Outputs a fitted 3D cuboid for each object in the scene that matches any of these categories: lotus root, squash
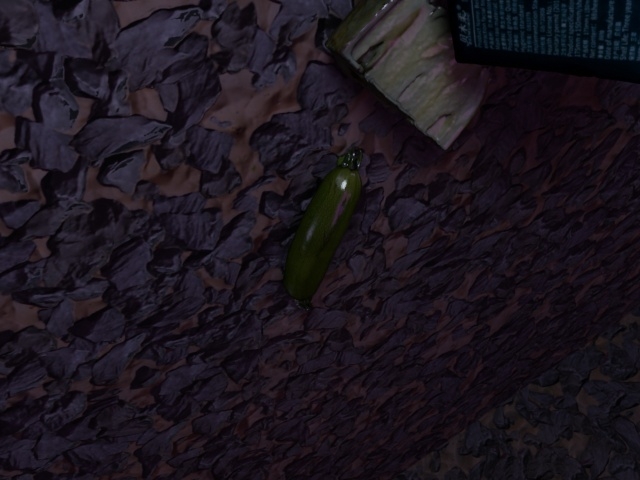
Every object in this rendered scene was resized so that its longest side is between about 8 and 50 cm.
[{"bbox_3d":[0.105,-0.221,0.729,0.119,0.138,0.235,-50,138,10],"label":"lotus root"},{"bbox_3d":[-0.002,0.001,0.922,0.080,0.071,0.318,-6,133,-32],"label":"squash"}]

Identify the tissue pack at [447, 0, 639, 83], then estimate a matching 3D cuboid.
[{"bbox_3d":[0.240,-0.367,0.491,0.253,0.264,0.417,-48,137,-30],"label":"tissue pack"}]
